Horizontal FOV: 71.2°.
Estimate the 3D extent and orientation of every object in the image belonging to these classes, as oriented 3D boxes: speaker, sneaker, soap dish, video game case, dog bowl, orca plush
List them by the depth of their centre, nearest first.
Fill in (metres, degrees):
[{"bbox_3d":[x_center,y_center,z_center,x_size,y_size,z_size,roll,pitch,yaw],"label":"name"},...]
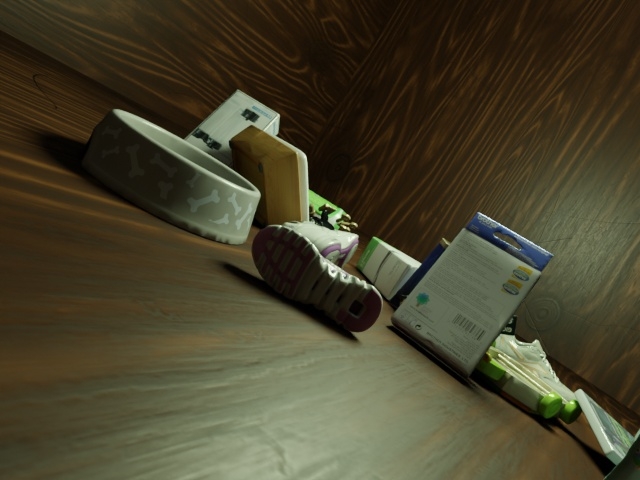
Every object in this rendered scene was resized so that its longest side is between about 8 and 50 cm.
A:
[{"bbox_3d":[-0.012,0.061,0.740,0.236,0.095,0.104,35,-1,-10],"label":"sneaker"},{"bbox_3d":[-0.269,-0.125,0.854,0.348,0.102,0.349,31,7,-4],"label":"dog bowl"},{"bbox_3d":[0.607,0.414,0.898,0.173,0.022,0.190,42,21,-2],"label":"video game case"},{"bbox_3d":[0.000,0.000,1.084,0.152,0.114,0.305,35,7,16],"label":"sneaker"},{"bbox_3d":[-0.143,-0.161,1.197,0.118,0.229,0.291,-16,33,-24],"label":"soap dish"},{"bbox_3d":[0.597,0.346,1.232,0.262,0.121,0.099,35,8,28],"label":"sneaker"},{"bbox_3d":[-0.024,-0.076,1.574,0.287,0.102,0.151,26,9,-40],"label":"orca plush"},{"bbox_3d":[-0.042,-0.140,1.877,0.296,0.131,0.131,32,7,1],"label":"speaker"}]

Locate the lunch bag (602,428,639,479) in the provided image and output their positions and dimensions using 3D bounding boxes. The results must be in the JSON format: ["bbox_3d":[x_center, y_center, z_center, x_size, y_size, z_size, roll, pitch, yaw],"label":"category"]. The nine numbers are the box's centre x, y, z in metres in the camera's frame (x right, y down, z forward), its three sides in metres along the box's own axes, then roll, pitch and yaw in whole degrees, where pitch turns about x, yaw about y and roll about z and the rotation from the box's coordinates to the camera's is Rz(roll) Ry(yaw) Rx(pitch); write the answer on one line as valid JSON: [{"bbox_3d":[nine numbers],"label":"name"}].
[{"bbox_3d":[0.612,0.350,0.674,0.160,0.262,0.223,25,10,-43],"label":"lunch bag"}]

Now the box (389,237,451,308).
[{"bbox_3d":[0.297,0.116,1.160,0.136,0.225,0.037,29,21,-22],"label":"box"}]

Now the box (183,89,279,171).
[{"bbox_3d":[-0.271,-0.304,1.347,0.169,0.290,0.087,33,-27,7],"label":"box"}]

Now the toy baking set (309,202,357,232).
[{"bbox_3d":[0.037,-0.055,1.703,0.196,0.030,0.256,24,-26,5],"label":"toy baking set"}]

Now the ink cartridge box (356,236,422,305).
[{"bbox_3d":[0.257,0.119,1.346,0.211,0.122,0.289,30,7,-18],"label":"ink cartridge box"}]

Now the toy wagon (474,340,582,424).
[{"bbox_3d":[0.422,0.300,1.023,0.344,0.068,0.267,26,9,-38],"label":"toy wagon"}]

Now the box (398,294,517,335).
[{"bbox_3d":[0.324,0.177,1.076,0.220,0.051,0.175,10,-3,-15],"label":"box"}]

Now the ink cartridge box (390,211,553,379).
[{"bbox_3d":[0.315,0.106,0.932,0.185,0.311,0.065,35,-13,27],"label":"ink cartridge box"}]
